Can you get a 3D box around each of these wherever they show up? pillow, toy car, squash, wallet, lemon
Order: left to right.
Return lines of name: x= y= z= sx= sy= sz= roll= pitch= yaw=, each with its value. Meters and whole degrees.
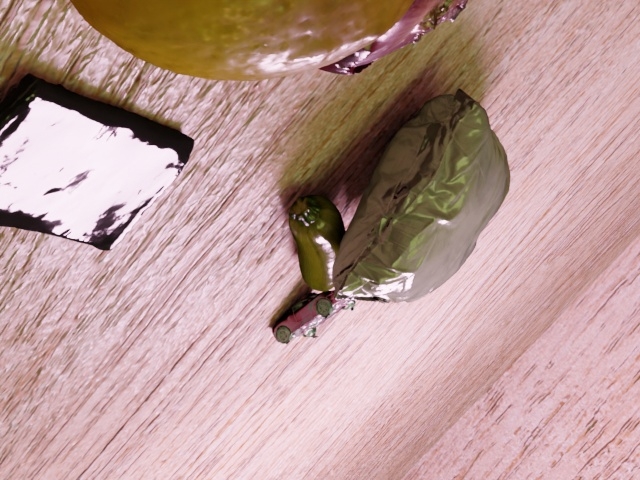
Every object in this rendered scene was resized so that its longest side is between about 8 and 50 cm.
wallet: x=-0.216 y=-0.060 z=1.083 sx=0.146 sy=0.030 sz=0.285 roll=-48 pitch=161 yaw=10
lemon: x=-0.042 y=-0.215 z=0.785 sx=0.288 sy=0.233 sz=0.233 roll=-16 pitch=151 yaw=-28
toy car: x=-0.010 y=0.101 z=1.768 sx=0.142 sy=0.055 sz=0.069 roll=-36 pitch=165 yaw=32
squash: x=0.000 y=0.000 z=1.554 sx=0.069 sy=0.069 sz=0.258 roll=-37 pitch=160 yaw=-11
pillow: x=0.126 y=-0.033 z=1.567 sx=0.283 sy=0.138 sz=0.310 roll=-55 pitch=164 yaw=1

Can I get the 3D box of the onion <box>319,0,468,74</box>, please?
onion: x=0.068 y=-0.243 z=1.026 sx=0.248 sy=0.161 sz=0.248 roll=-29 pitch=165 yaw=-8
